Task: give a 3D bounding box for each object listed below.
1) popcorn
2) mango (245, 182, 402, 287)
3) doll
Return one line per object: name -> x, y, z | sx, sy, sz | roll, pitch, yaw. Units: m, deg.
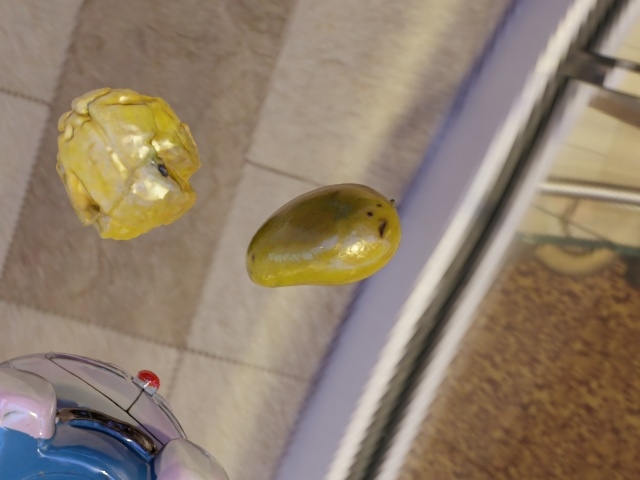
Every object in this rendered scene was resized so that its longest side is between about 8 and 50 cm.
popcorn -> -0.198, -0.081, 1.931 | 0.148, 0.152, 0.167 | -17, 113, -13
mango -> 0.000, 0.000, 1.815 | 0.161, 0.103, 0.076 | -18, 150, 14
doll -> -0.203, 0.199, 1.414 | 0.284, 0.310, 0.240 | 40, 88, -11
